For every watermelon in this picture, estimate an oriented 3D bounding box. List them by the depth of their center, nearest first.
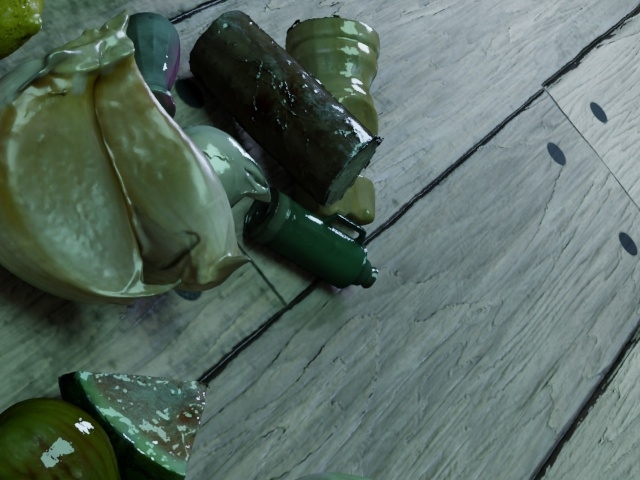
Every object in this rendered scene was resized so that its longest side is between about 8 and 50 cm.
[{"bbox_3d":[-0.204,0.182,1.508,0.146,0.231,0.128,22,79,-10],"label":"watermelon"}]

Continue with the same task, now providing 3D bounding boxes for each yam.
[{"bbox_3d":[-0.046,-0.172,1.954,0.279,0.131,0.131,45,32,17],"label":"yam"}]

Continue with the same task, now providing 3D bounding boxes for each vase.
[{"bbox_3d":[-0.208,-0.201,1.810,0.086,0.086,0.214,34,19,-24],"label":"vase"}]

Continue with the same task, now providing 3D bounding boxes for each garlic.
[{"bbox_3d":[-0.236,-0.065,1.611,0.286,0.249,0.313,-63,134,-69],"label":"garlic"}]

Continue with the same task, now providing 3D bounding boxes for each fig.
[{"bbox_3d":[-0.221,0.262,1.393,0.259,0.151,0.151,47,35,-14],"label":"fig"}]

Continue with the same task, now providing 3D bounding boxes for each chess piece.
[{"bbox_3d":[0.016,-0.158,2.070,0.137,0.137,0.300,22,57,-36],"label":"chess piece"}]

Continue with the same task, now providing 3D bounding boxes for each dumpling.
[{"bbox_3d":[-0.152,-0.079,1.803,0.188,0.127,0.108,22,68,-21],"label":"dumpling"}]

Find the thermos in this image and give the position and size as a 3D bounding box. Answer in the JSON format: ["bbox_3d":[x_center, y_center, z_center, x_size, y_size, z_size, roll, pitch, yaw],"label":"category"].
[{"bbox_3d":[-0.003,0.002,1.922,0.188,0.073,0.083,31,80,-29],"label":"thermos"}]

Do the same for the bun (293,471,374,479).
[{"bbox_3d":[0.053,0.362,1.576,0.283,0.179,0.283,31,37,-26],"label":"bun"}]

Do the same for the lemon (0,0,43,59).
[{"bbox_3d":[-0.401,-0.283,1.650,0.206,0.173,0.173,20,44,-15],"label":"lemon"}]
